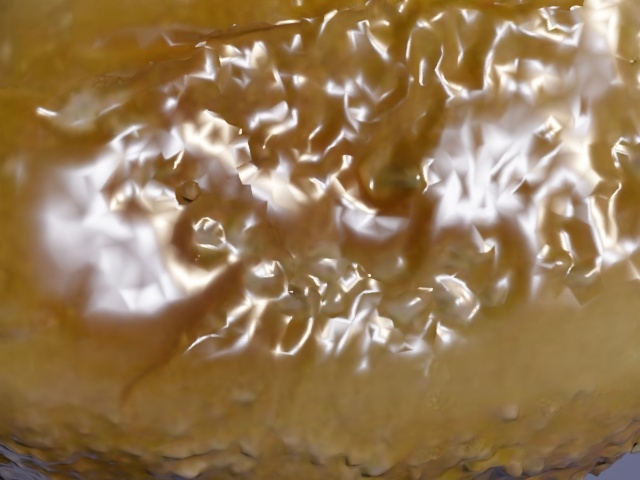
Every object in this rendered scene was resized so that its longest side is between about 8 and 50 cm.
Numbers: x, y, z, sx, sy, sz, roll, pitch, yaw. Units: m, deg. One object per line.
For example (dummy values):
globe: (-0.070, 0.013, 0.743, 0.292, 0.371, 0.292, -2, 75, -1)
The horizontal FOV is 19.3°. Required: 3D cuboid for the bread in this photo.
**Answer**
bread: (0.000, 0.000, 0.520, 0.195, 0.246, 0.176, -140, -133, -78)
